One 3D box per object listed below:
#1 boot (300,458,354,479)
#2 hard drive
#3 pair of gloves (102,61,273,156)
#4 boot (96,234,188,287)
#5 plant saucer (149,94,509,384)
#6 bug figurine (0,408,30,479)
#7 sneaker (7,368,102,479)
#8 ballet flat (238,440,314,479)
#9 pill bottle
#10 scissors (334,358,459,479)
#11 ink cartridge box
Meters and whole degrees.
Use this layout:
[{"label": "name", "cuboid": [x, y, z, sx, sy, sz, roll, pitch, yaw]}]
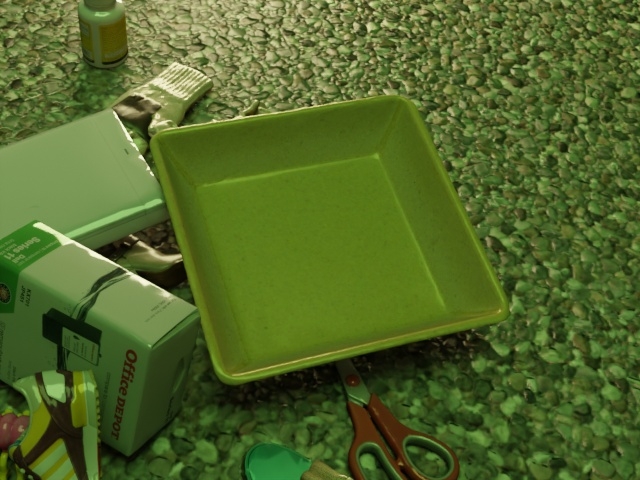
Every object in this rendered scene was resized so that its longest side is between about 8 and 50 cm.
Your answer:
[{"label": "boot", "cuboid": [0.002, 0.298, 0.766, 0.203, 0.095, 0.262, -43, 28, -11]}, {"label": "hard drive", "cuboid": [-0.351, -0.038, 1.122, 0.307, 0.040, 0.203, -23, 48, -16]}, {"label": "pair of gloves", "cuboid": [-0.166, -0.143, 1.273, 0.240, 0.042, 0.204, 32, 53, 18]}, {"label": "boot", "cuboid": [-0.203, 0.021, 1.130, 0.118, 0.042, 0.087, -28, 56, -27]}, {"label": "plant saucer", "cuboid": [0.000, 0.000, 1.110, 0.332, 0.081, 0.333, -11, 59, -17]}, {"label": "bug figurine", "cuboid": [-0.372, 0.230, 0.911, 0.216, 0.072, 0.279, 4, 49, -4]}, {"label": "sneaker", "cuboid": [-0.246, 0.213, 0.900, 0.083, 0.069, 0.186, -2, 87, -14]}, {"label": "ballet flat", "cuboid": [0.018, 0.283, 0.910, 0.241, 0.077, 0.091, 33, 55, 22]}, {"label": "pill bottle", "cuboid": [-0.302, -0.302, 1.341, 0.065, 0.116, 0.065, 4, 50, -4]}, {"label": "scissors", "cuboid": [0.034, 0.170, 1.044, 0.109, 0.021, 0.297, -25, 57, -25]}, {"label": "ink cartridge box", "cuboid": [-0.239, 0.098, 0.977, 0.208, 0.153, 0.087, 26, 33, 15]}]
